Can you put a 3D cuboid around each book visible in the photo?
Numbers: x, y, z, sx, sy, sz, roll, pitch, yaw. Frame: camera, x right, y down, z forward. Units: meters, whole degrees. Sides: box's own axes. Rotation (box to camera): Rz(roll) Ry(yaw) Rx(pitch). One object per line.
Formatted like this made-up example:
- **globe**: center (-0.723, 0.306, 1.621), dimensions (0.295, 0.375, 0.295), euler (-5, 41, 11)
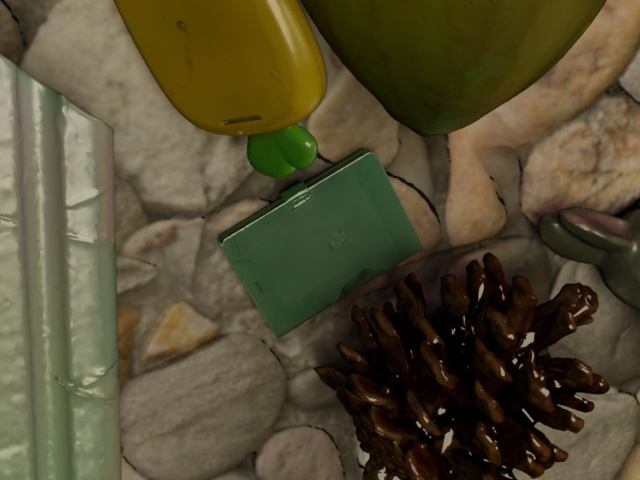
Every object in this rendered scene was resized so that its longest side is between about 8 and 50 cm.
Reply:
- **book**: center (0.000, 0.000, 0.946), dimensions (0.135, 0.017, 0.103), euler (-32, 118, -3)

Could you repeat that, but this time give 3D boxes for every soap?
- **soap**: center (-0.243, 0.022, 0.824), dimensions (0.208, 0.115, 0.346), euler (-4, 110, -17)

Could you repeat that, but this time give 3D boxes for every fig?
- **fig**: center (0.077, -0.195, 0.784), dimensions (0.240, 0.239, 0.271), euler (-1, 117, -17)

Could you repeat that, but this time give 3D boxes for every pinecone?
- **pinecone**: center (0.113, 0.101, 0.933), dimensions (0.212, 0.185, 0.168), euler (-27, 141, -22)

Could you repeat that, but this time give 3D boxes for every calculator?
- **calculator**: center (-0.070, -0.139, 0.811), dimensions (0.032, 0.146, 0.234), euler (-45, 118, -37)

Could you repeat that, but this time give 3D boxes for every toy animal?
- **toy animal**: center (0.292, 0.031, 1.002), dimensions (0.236, 0.138, 0.108), euler (48, 60, -12)
